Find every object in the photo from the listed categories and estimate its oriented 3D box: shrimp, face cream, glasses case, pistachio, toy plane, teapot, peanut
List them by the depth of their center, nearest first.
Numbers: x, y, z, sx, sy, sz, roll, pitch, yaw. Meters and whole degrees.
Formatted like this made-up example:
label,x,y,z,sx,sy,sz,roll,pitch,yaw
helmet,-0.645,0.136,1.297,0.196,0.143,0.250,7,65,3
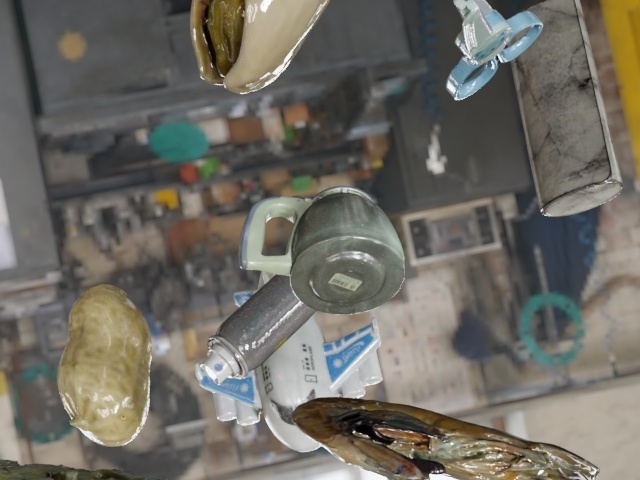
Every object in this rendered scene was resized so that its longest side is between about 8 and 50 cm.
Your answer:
label,x,y,z,sx,sy,sz,roll,pitch,yaw
shrimp,0.087,0.142,0.987,0.219,0.046,0.152,15,-179,1
teapot,0.005,0.006,1.425,0.149,0.108,0.111,-16,133,12
pistachio,-0.058,-0.275,1.635,0.153,0.238,0.137,34,178,-40
face cream,-0.045,0.081,1.888,0.283,0.073,0.073,-42,-167,-27
glasses case,0.316,-0.179,1.936,0.114,0.299,0.060,-23,147,27
peanut,-0.299,0.173,2.039,0.129,0.224,0.129,-1,161,0
toy plane,-0.043,0.161,2.045,0.266,0.267,0.122,-12,165,10

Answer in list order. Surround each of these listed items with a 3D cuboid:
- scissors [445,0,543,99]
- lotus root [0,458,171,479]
label,x,y,z,sx,sy,sz,roll,pitch,yaw
scissors,0.168,-0.210,1.514,0.125,0.030,0.256,-40,167,6
lotus root,-0.252,0.261,1.338,0.234,0.119,0.138,-1,174,39
